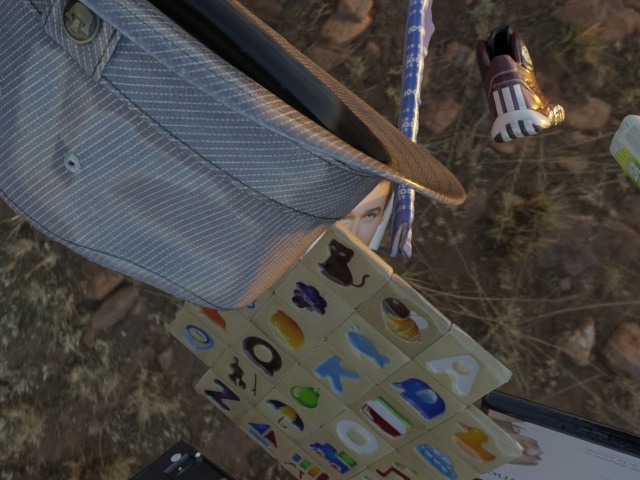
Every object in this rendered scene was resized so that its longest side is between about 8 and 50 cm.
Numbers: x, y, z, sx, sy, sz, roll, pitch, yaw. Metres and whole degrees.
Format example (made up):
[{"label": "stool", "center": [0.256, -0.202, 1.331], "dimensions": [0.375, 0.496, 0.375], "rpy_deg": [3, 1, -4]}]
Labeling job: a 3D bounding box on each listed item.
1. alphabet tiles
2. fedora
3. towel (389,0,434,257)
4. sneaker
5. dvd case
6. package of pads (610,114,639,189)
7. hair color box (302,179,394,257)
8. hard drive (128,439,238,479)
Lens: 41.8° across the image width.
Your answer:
[{"label": "alphabet tiles", "center": [0.004, 0.124, 0.735], "dimensions": [0.285, 0.342, 0.011], "rpy_deg": [41, 51, 1]}, {"label": "fedora", "center": [-0.075, -0.059, 0.414], "dimensions": [0.275, 0.244, 0.124], "rpy_deg": [38, 105, -1]}, {"label": "towel", "center": [0.115, -0.159, 1.007], "dimensions": [0.040, 0.243, 0.336], "rpy_deg": [4, 79, 5]}, {"label": "sneaker", "center": [0.297, -0.241, 1.261], "dimensions": [0.106, 0.281, 0.163], "rpy_deg": [-14, 95, 17]}, {"label": "dvd case", "center": [0.240, 0.224, 0.837], "dimensions": [0.180, 0.253, 0.022], "rpy_deg": [16, 64, 14]}, {"label": "package of pads", "center": [0.732, -0.135, 1.620], "dimensions": [0.296, 0.229, 0.101], "rpy_deg": [16, 116, -8]}, {"label": "hair color box", "center": [0.000, 0.000, 1.411], "dimensions": [0.185, 0.113, 0.375], "rpy_deg": [-6, 122, -45]}, {"label": "hard drive", "center": [-0.203, 0.433, 1.201], "dimensions": [0.237, 0.339, 0.064], "rpy_deg": [-36, 117, -27]}]
